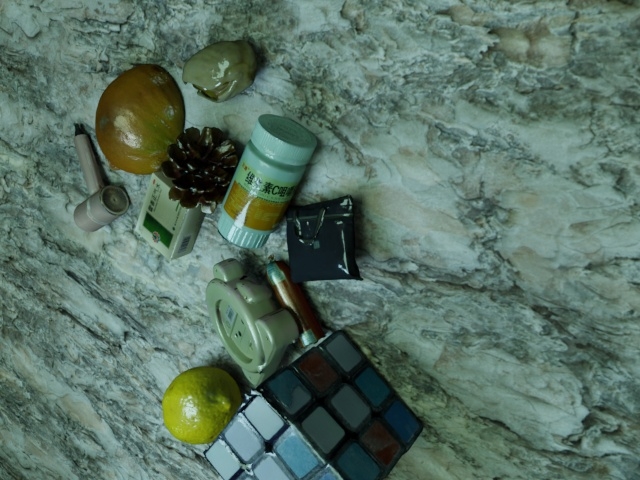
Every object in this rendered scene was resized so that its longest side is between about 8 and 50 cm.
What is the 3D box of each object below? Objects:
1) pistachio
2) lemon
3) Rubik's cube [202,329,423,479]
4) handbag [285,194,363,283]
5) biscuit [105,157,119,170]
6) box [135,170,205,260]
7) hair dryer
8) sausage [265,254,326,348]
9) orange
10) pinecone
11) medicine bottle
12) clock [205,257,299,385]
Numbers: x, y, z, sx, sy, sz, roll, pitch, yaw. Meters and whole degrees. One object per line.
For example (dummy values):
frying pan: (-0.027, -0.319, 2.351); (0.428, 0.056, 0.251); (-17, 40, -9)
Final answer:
pistachio: (-0.256, -0.426, 1.467); (0.238, 0.153, 0.138); (-13, 137, 37)
lemon: (-0.354, 0.492, 1.759); (0.253, 0.228, 0.228); (-39, 82, 30)
Rubik's cube: (-0.015, 0.496, 1.467); (0.363, 0.359, 0.362); (44, 122, 11)
handbag: (0.000, 0.000, 1.446); (0.254, 0.088, 0.211); (-6, 92, 48)
biscuit: (-0.659, -0.267, 1.848); (0.078, 0.015, 0.091); (-7, 101, 34)
box: (-0.439, -0.078, 1.717); (0.168, 0.095, 0.212); (39, 122, 21)
hair dryer: (-0.748, -0.213, 1.890); (0.189, 0.106, 0.344); (-22, 83, 38)
sausage: (-0.076, 0.157, 1.565); (0.083, 0.083, 0.264); (-29, 86, 36)
orange: (-0.522, -0.347, 1.690); (0.274, 0.274, 0.310); (44, 92, 14)
pinecone: (-0.316, -0.192, 1.538); (0.202, 0.201, 0.229); (10, 85, -12)
medicine bottle: (-0.142, -0.140, 1.460); (0.158, 0.158, 0.318); (39, 121, 17)
clock: (-0.204, 0.221, 1.611); (0.309, 0.114, 0.284); (51, 145, 23)
